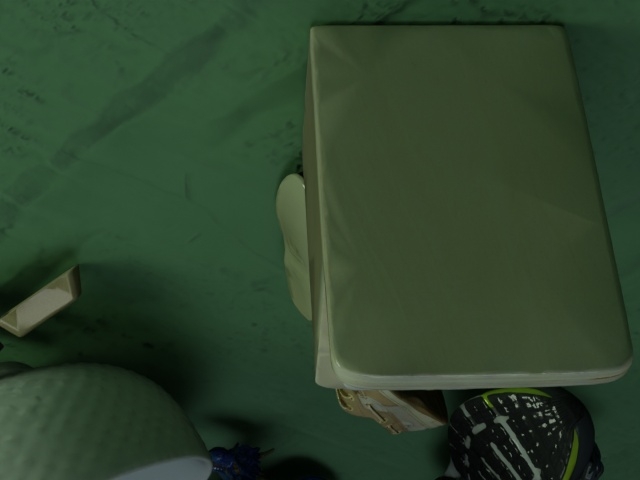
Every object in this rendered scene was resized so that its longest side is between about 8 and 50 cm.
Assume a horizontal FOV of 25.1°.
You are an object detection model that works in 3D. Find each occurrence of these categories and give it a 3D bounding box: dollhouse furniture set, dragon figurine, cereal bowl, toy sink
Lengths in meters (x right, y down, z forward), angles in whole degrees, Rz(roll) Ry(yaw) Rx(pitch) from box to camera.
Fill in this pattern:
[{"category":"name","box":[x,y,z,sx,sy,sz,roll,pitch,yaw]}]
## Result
[{"category":"dollhouse furniture set","box":[-0.228,0.029,1.008,0.114,0.091,0.081,-34,97,4]},{"category":"dragon figurine","box":[-0.029,0.261,1.276,0.144,0.085,0.289,-20,144,32]},{"category":"cereal bowl","box":[-0.256,0.192,1.069,0.339,0.141,0.339,-30,164,-10]},{"category":"toy sink","box":[0.071,0.006,0.808,0.153,0.234,0.131,-2,145,-5]}]

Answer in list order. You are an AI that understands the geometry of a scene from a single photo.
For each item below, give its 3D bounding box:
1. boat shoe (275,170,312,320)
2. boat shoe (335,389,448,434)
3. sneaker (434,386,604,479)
[{"category":"boat shoe","box":[-0.001,-0.001,0.959,0.042,0.049,0.133,-26,141,-17]},{"category":"boat shoe","box":[0.039,0.111,1.103,0.059,0.063,0.170,-26,141,19]},{"category":"sneaker","box":[0.174,0.175,1.172,0.121,0.111,0.300,-29,162,-17]}]
